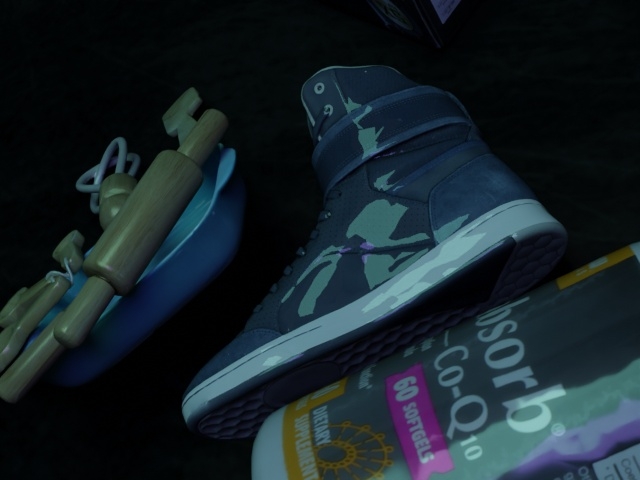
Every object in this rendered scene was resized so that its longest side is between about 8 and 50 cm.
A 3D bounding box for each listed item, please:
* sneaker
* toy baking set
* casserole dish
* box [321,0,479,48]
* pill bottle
[{"bbox_3d":[0.001,0.000,0.749,0.226,0.086,0.163,-31,60,0],"label":"sneaker"},{"bbox_3d":[-0.130,-0.014,0.801,0.196,0.030,0.256,-9,44,59],"label":"toy baking set"},{"bbox_3d":[-0.105,0.020,0.788,0.188,0.037,0.114,-39,22,20],"label":"casserole dish"},{"bbox_3d":[0.063,-0.234,0.866,0.147,0.077,0.180,28,77,35],"label":"box"},{"bbox_3d":[0.123,0.096,0.594,0.278,0.162,0.162,-27,54,10],"label":"pill bottle"}]
